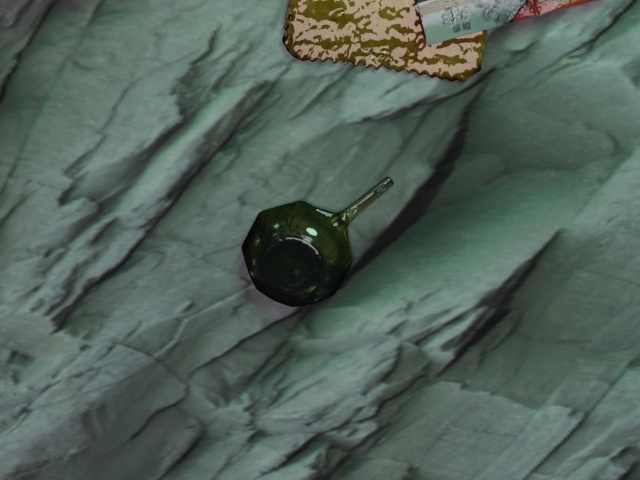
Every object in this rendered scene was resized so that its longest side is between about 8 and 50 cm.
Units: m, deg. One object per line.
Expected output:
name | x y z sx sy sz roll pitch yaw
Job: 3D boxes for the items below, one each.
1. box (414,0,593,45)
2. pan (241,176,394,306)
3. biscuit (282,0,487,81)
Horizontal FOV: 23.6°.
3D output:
box | 0.214 -0.270 1.689 0.218 0.039 0.055 -14 109 6
pan | -0.014 -0.008 1.817 0.128 0.048 0.202 26 111 -3
biscuit | 0.082 -0.304 1.715 0.232 0.013 0.237 8 110 3
